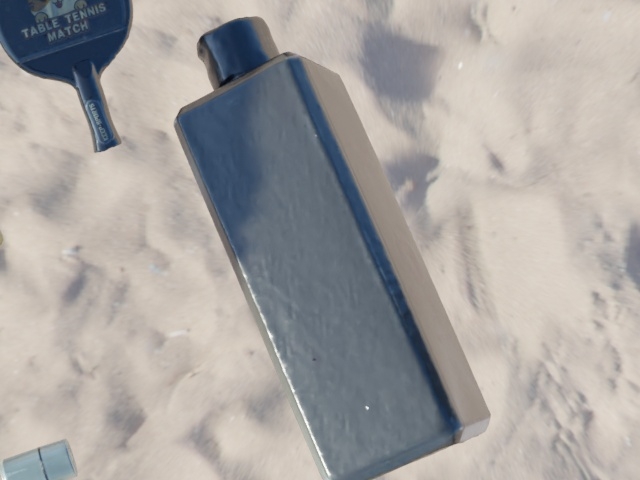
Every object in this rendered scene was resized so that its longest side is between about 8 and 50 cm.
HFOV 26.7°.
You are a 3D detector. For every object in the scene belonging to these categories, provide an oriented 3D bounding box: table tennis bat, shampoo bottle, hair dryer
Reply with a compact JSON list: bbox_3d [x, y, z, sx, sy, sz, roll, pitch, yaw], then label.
[{"bbox_3d":[-0.260,-0.207,1.423,0.150,0.027,0.236,-22,111,-18],"label":"table tennis bat"},{"bbox_3d":[0.000,0.000,0.694,0.079,0.080,0.246,-26,80,15],"label":"shampoo bottle"},{"bbox_3d":[-0.314,0.307,1.574,0.082,0.047,0.137,-19,100,-7],"label":"hair dryer"}]

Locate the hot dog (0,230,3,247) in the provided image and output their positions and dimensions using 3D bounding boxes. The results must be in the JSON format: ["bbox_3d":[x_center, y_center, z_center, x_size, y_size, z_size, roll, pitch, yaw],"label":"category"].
[{"bbox_3d":[-0.491,0.020,1.702,0.084,0.242,0.073,-40,90,22],"label":"hot dog"}]
